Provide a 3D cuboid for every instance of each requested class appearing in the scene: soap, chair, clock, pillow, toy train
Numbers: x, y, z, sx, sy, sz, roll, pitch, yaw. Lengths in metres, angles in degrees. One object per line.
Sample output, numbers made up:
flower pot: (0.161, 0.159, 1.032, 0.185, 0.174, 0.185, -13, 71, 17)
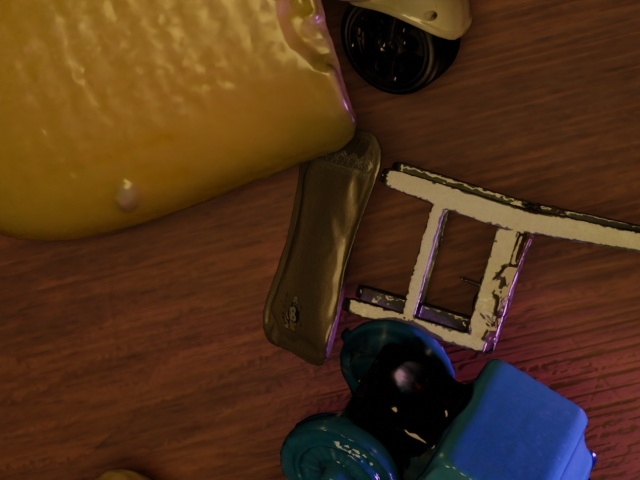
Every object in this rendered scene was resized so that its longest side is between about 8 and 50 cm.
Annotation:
soap: (-0.190, -0.162, 1.681, 0.427, 0.115, 0.306, -13, 105, 14)
chair: (0.170, 0.031, 1.647, 0.270, 0.136, 0.147, 16, 96, 4)
clock: (0.022, -0.329, 1.610, 0.379, 0.120, 0.276, 46, 135, 1)
pillow: (-0.001, 0.000, 1.686, 0.033, 0.130, 0.217, 9, 98, -34)
toy train: (0.079, 0.236, 1.601, 0.265, 0.188, 0.300, 31, 133, 4)

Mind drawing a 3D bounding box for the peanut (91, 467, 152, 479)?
peanut: (-0.241, 0.351, 1.721, 0.147, 0.147, 0.305, 23, 91, 5)
